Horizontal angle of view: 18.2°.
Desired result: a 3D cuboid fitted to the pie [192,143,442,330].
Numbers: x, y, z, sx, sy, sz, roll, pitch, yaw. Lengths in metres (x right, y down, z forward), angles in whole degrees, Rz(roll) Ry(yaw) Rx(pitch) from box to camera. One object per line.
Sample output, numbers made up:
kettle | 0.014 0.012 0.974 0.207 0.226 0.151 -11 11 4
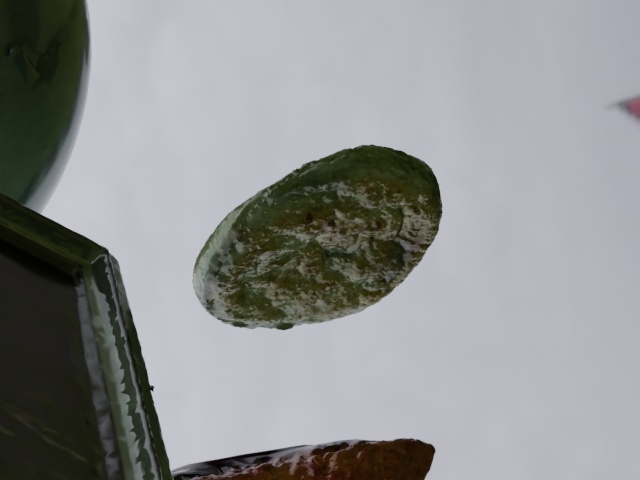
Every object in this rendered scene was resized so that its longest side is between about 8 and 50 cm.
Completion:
pie | -0.001 -0.001 0.614 0.084 0.084 0.021 33 -152 -53

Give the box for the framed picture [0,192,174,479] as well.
framed picture | -0.150 -0.013 0.404 0.296 0.019 0.232 28 -165 -23

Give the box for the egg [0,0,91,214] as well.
egg | -0.178 -0.058 0.776 0.169 0.236 0.169 17 -132 -20

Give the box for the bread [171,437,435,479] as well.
bread | -0.070 0.165 0.977 0.139 0.268 0.095 106 151 -68
